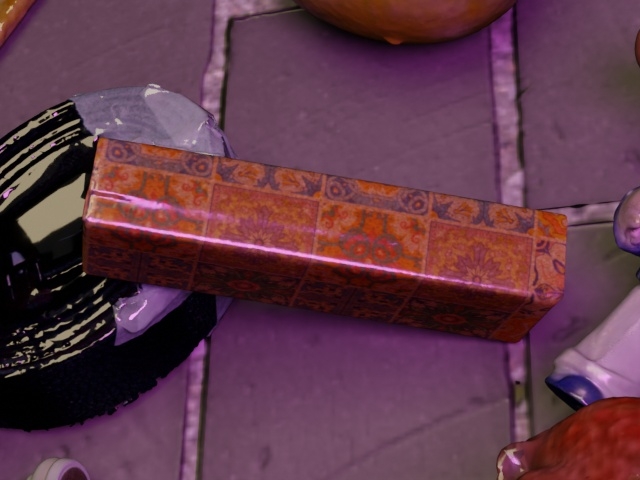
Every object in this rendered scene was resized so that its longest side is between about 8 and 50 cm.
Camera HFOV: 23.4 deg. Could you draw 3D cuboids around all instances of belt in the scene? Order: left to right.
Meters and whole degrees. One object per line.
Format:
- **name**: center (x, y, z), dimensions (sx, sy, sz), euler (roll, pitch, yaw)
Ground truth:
- **belt**: center (-0.123, 0.007, 0.806), dimensions (0.198, 0.078, 0.151), euler (-43, 57, -12)

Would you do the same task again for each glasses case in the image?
- **glasses case**: center (0.000, 0.000, 0.724), dimensions (0.218, 0.075, 0.049), euler (9, 71, -5)

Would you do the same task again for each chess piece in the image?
- **chess piece**: center (-0.163, 0.130, 0.770), dimensions (0.093, 0.042, 0.042), euler (-5, 59, 21)

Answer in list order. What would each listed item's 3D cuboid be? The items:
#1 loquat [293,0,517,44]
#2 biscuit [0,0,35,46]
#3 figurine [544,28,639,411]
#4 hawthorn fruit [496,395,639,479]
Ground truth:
- **loquat**: center (0.035, -0.187, 0.839), dimensions (0.195, 0.152, 0.152), euler (25, 70, 36)
- **biscuit**: center (-0.222, -0.140, 0.955), dimensions (0.083, 0.018, 0.081), euler (20, 68, 26)
- **figurine**: center (0.224, -0.012, 0.695), dimensions (0.193, 0.133, 0.274), euler (11, 74, 25)
- **hawthorn fruit**: center (0.134, 0.193, 0.557), dimensions (0.210, 0.210, 0.262), euler (-30, 71, -2)
